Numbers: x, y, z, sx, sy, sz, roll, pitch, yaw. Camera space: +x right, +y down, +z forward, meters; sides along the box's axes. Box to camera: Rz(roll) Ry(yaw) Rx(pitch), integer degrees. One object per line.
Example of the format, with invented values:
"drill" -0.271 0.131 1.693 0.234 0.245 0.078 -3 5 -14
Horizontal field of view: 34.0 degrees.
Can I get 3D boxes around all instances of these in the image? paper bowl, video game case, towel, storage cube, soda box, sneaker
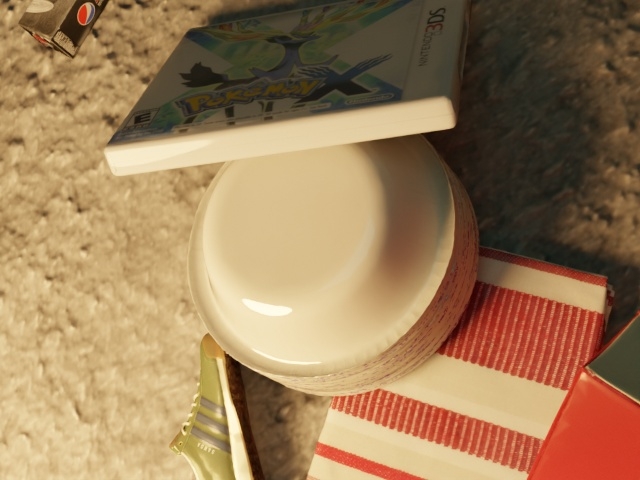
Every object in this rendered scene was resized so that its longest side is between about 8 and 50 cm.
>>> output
"paper bowl" 0.000 0.000 1.016 0.284 0.148 0.284 -8 69 22
"video game case" -0.019 -0.171 1.050 0.329 0.036 0.300 -7 31 16
"towel" 0.127 0.164 1.010 0.237 0.037 0.329 15 78 23
"storage cube" 0.298 0.169 0.831 0.215 0.193 0.184 33 45 24
"soda box" -0.289 -0.310 1.264 0.060 0.053 0.169 29 84 22
"sneaker" -0.116 0.190 1.059 0.086 0.064 0.192 -16 74 7
